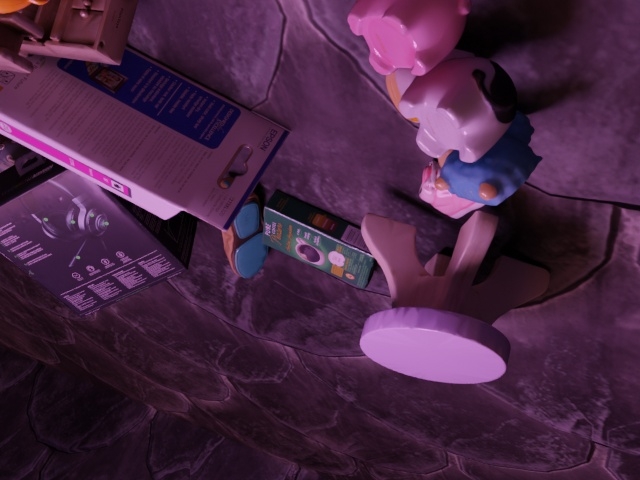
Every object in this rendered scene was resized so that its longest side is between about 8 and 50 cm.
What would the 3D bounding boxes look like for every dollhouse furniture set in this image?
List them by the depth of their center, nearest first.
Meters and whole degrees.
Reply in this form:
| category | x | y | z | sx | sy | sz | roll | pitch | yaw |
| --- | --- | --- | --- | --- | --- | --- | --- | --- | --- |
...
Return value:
| category | x | y | z | sx | sy | sz | roll | pitch | yaw |
| --- | --- | --- | --- | --- | --- | --- | --- | --- | --- |
| dollhouse furniture set | -0.339 | -0.287 | 0.764 | 0.161 | 0.212 | 0.242 | 13 | 175 | 25 |

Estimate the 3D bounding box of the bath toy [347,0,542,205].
| category | x | y | z | sx | sy | sz | roll | pitch | yaw |
| --- | --- | --- | --- | --- | --- | --- | --- | --- | --- |
| bath toy | 0.091 | -0.192 | 0.616 | 0.151 | 0.129 | 0.348 | 26 | 159 | 49 |

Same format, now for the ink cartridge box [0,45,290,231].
| category | x | y | z | sx | sy | sz | roll | pitch | yaw |
| --- | --- | --- | --- | --- | --- | --- | --- | --- | --- |
| ink cartridge box | -0.244 | -0.151 | 0.927 | 0.371 | 0.175 | 0.069 | 27 | 152 | 4 |

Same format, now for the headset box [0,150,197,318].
| category | x | y | z | sx | sy | sz | roll | pitch | yaw |
| --- | --- | --- | --- | --- | --- | --- | --- | --- | --- |
| headset box | -0.394 | -0.034 | 1.200 | 0.246 | 0.131 | 0.283 | -24 | 128 | 21 |

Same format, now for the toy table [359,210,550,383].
| category | x | y | z | sx | sy | sz | roll | pitch | yaw |
| --- | --- | --- | --- | --- | --- | --- | --- | --- | --- |
| toy table | 0.154 | 0.076 | 0.915 | 0.252 | 0.161 | 0.274 | 22 | 161 | -12 |

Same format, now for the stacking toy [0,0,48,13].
| category | x | y | z | sx | sy | sz | roll | pitch | yaw |
| --- | --- | --- | --- | --- | --- | --- | --- | --- | --- |
| stacking toy | -0.157 | -0.265 | 0.528 | 0.175 | 0.302 | 0.166 | 31 | 152 | -6 |

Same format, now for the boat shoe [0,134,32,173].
| category | x | y | z | sx | sy | sz | roll | pitch | yaw |
| --- | --- | --- | --- | --- | --- | --- | --- | --- | --- |
| boat shoe | -0.527 | -0.148 | 1.311 | 0.319 | 0.116 | 0.099 | 41 | 107 | -8 |

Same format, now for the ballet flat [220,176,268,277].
| category | x | y | z | sx | sy | sz | roll | pitch | yaw |
| --- | --- | --- | --- | --- | --- | --- | --- | --- | --- |
| ballet flat | -0.129 | -0.023 | 1.166 | 0.073 | 0.080 | 0.232 | 49 | 157 | 24 |

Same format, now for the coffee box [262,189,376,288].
| category | x | y | z | sx | sy | sz | roll | pitch | yaw |
| --- | --- | --- | --- | --- | --- | --- | --- | --- | --- |
| coffee box | 0.000 | 0.000 | 1.098 | 0.184 | 0.040 | 0.113 | 24 | 151 | 9 |

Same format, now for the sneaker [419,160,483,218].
| category | x | y | z | sx | sy | sz | roll | pitch | yaw |
| --- | --- | --- | --- | --- | --- | --- | --- | --- | --- |
| sneaker | 0.158 | -0.070 | 0.828 | 0.070 | 0.051 | 0.134 | 27 | 157 | -8 |
